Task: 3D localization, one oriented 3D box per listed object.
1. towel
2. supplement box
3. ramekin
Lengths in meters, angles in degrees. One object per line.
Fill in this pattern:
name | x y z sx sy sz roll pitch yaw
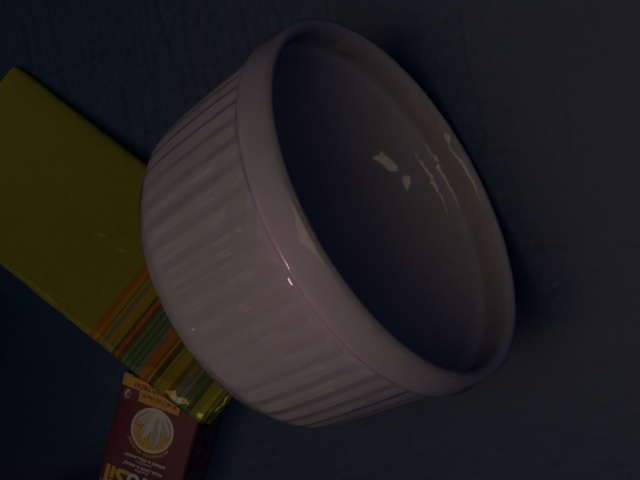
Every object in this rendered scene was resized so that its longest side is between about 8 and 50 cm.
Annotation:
towel | -0.124 0.000 1.026 0.237 0.021 0.102 37 83 17
supplement box | -0.095 0.120 1.036 0.055 0.043 0.083 18 102 15
ramekin | 0.000 0.000 0.911 0.109 0.207 0.207 -30 86 29
